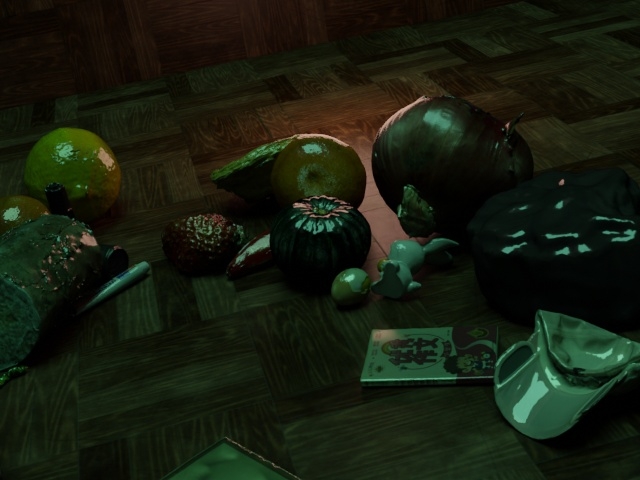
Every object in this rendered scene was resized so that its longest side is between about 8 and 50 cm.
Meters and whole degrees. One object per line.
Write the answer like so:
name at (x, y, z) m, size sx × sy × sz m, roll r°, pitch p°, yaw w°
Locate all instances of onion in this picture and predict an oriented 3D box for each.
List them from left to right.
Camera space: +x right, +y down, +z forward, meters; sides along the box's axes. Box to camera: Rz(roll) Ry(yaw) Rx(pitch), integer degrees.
onion at (0.282, -0.161, 2.048) m, size 0.354 × 0.353 × 0.353 m, roll -8°, pitch 25°, yaw 4°

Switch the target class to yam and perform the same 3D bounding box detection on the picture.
yam at (-0.612, 0.094, 1.975) m, size 0.241 × 0.241 × 0.348 m, roll 0°, pitch 26°, yaw 19°

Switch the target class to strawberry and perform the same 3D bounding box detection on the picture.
strawberry at (-0.282, -0.012, 2.159) m, size 0.236 × 0.106 × 0.175 m, roll -14°, pitch 31°, yaw 22°

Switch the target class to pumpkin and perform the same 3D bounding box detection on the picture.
pumpkin at (0.000, 0.000, 2.009) m, size 0.221 × 0.161 × 0.220 m, roll 0°, pitch 33°, yaw 0°

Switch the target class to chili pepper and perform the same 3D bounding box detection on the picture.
chili pepper at (-0.597, 0.261, 1.839) m, size 0.083 × 0.022 × 0.027 m, roll -35°, pitch 2°, yaw -41°
chili pepper at (-0.139, 0.035, 2.114) m, size 0.169 × 0.065 × 0.088 m, roll -31°, pitch 53°, yaw -25°

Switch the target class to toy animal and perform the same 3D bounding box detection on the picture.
toy animal at (0.183, 0.051, 1.950) m, size 0.127 × 0.131 × 0.181 m, roll 33°, pitch 47°, yaw 10°

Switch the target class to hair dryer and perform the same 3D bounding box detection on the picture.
hair dryer at (-0.553, -0.017, 2.139) m, size 0.197 × 0.251 × 0.089 m, roll 6°, pitch 40°, yaw 26°

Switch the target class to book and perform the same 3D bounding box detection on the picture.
book at (0.194, 0.201, 1.683) m, size 0.232 × 0.022 × 0.162 m, roll -2°, pitch 26°, yaw 13°

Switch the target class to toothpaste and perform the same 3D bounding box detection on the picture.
toothpaste at (-0.462, 0.108, 2.100) m, size 0.052 × 0.033 × 0.218 m, roll 9°, pitch 34°, yaw 45°

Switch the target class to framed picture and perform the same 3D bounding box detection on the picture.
framed picture at (-0.136, 0.379, 1.440) m, size 0.173 × 0.010 × 0.231 m, roll -29°, pitch 32°, yaw -35°

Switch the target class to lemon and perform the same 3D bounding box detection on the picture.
lemon at (-0.637, -0.167, 2.479) m, size 0.267 × 0.267 × 0.267 m, roll -8°, pitch 25°, yaw 4°

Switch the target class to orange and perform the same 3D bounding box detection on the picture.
orange at (-0.717, -0.011, 2.253) m, size 0.206 × 0.206 × 0.206 m, roll -8°, pitch 25°, yaw 4°
orange at (-0.003, -0.141, 2.241) m, size 0.224 × 0.224 × 0.170 m, roll -8°, pitch 5°, yaw 3°

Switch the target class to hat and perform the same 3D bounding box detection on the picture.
hat at (0.403, 0.225, 1.505) m, size 0.219 × 0.164 × 0.226 m, roll 24°, pitch 80°, yaw 49°

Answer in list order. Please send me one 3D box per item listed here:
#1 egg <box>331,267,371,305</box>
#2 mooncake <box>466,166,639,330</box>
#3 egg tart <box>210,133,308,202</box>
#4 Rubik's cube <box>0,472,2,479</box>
egg at (0.058, 0.094, 1.899) m, size 0.071 × 0.071 × 0.083 m, roll 15°, pitch 41°, yaw 42°
mooncake at (0.459, 0.006, 1.802) m, size 0.351 × 0.212 × 0.381 m, roll -13°, pitch 23°, yaw 8°
egg tart at (-0.127, -0.172, 2.400) m, size 0.294 × 0.123 × 0.294 m, roll -23°, pitch 4°, yaw 2°
Rubik's cube at (-0.671, 0.291, 1.548) m, size 0.237 × 0.238 × 0.237 m, roll -19°, pitch 25°, yaw -17°
